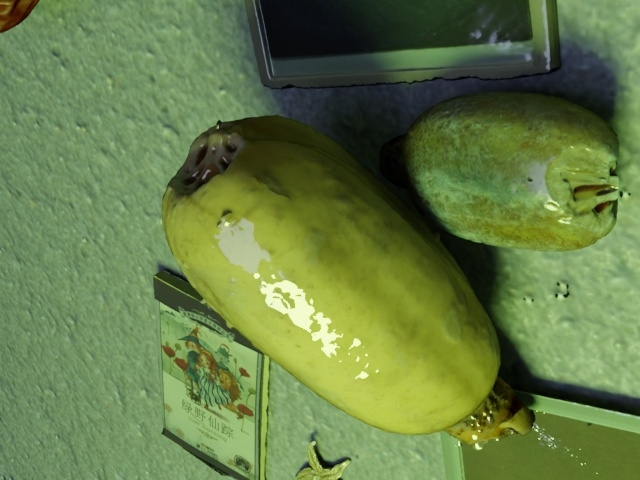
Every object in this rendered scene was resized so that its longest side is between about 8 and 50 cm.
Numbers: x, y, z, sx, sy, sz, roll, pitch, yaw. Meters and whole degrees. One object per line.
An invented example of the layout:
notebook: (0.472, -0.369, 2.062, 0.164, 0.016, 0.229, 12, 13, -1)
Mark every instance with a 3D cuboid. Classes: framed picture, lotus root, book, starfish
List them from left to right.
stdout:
book: (-0.122, 0.160, 0.935, 0.158, 0.026, 0.231, 22, 125, 28)
starfish: (-0.001, 0.246, 0.889, 0.086, 0.016, 0.092, 0, 117, 37)
lotus root: (0.029, 0.048, 0.631, 0.151, 0.169, 0.343, -40, 110, 14)
framed picture: (0.042, -0.209, 0.622, 0.266, 0.018, 0.192, 4, 115, 37)
lotus root: (0.119, -0.049, 0.595, 0.192, 0.088, 0.113, 12, 125, 42)
framed picture: (0.237, 0.230, 0.690, 0.296, 0.019, 0.232, 7, 117, 35)

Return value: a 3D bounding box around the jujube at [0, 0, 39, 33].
jujube: (-0.340, -0.300, 0.760, 0.213, 0.213, 0.232, 32, 130, 22)
